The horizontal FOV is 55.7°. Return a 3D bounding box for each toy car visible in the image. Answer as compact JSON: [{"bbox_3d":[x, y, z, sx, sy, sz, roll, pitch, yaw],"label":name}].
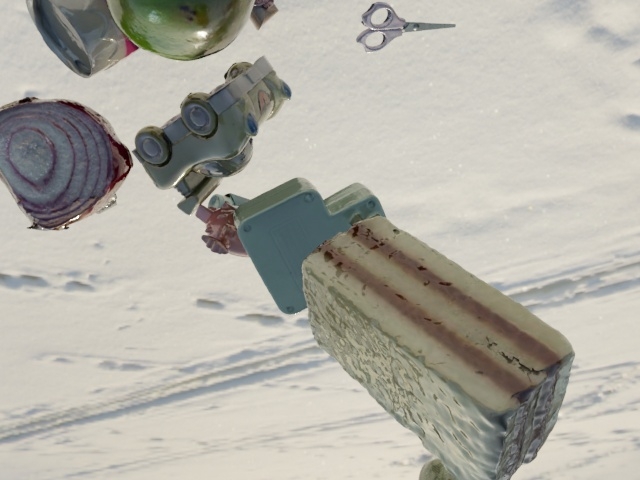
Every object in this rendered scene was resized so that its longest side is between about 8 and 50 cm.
[{"bbox_3d":[-0.224,-0.227,1.341,0.336,0.242,0.226,-21,113,34],"label":"toy car"}]

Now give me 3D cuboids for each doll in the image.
[{"bbox_3d":[-0.177,-0.019,1.341,0.211,0.262,0.093,29,111,15],"label":"doll"}]

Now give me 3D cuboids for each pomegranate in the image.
[{"bbox_3d":[-0.230,-0.358,0.790,0.302,0.236,0.236,-2,152,-25],"label":"pomegranate"}]

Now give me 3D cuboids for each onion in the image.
[{"bbox_3d":[-0.454,-0.146,1.055,0.206,0.216,0.207,-28,-161,-22],"label":"onion"}]

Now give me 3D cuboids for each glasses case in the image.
[{"bbox_3d":[-0.171,-0.644,1.527,0.102,0.070,0.193,-39,112,-7],"label":"glasses case"}]

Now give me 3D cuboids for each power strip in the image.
[{"bbox_3d":[0.000,0.000,1.130,0.261,0.141,0.229,-27,117,-3],"label":"power strip"}]

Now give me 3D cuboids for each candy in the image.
[{"bbox_3d":[0.120,0.118,0.700,0.135,0.320,0.179,-32,134,-23],"label":"candy"}]

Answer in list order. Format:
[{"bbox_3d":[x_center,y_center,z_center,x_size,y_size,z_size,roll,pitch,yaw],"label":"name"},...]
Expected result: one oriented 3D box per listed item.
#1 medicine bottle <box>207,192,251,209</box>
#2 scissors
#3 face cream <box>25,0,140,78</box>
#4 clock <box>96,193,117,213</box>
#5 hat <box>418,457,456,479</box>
[{"bbox_3d":[-0.208,-0.084,1.747,0.258,0.124,0.079,14,131,-45],"label":"medicine bottle"},{"bbox_3d":[0.157,-0.383,1.084,0.189,0.015,0.100,-8,145,-16],"label":"scissors"},{"bbox_3d":[-0.378,-0.404,1.054,0.175,0.195,0.175,35,151,22],"label":"face cream"},{"bbox_3d":[-0.621,-0.192,1.542,0.055,0.280,0.280,-37,160,-23],"label":"clock"},{"bbox_3d":[0.229,0.452,1.091,0.252,0.110,0.252,7,140,6],"label":"hat"}]
